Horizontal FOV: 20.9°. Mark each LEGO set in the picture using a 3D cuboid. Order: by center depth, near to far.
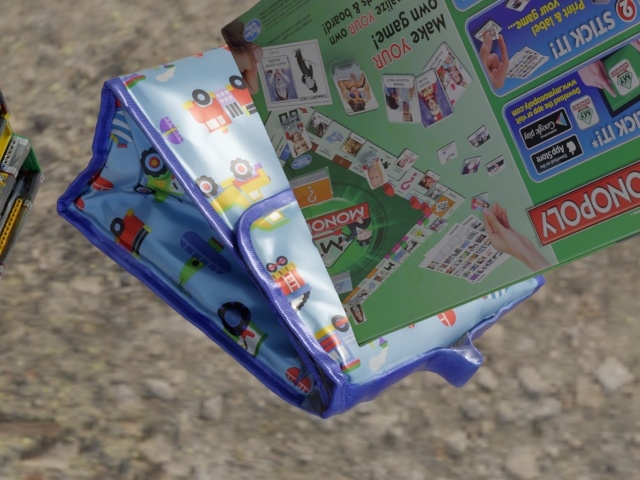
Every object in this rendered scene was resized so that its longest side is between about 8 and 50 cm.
[{"bbox_3d":[-0.436,-0.062,1.825,0.255,0.331,0.192,19,68,1],"label":"LEGO set"}]

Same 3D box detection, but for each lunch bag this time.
[{"bbox_3d":[0.000,0.000,1.221,0.293,0.138,0.221,45,43,20],"label":"lunch bag"}]

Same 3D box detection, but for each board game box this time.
[{"bbox_3d":[0.082,-0.081,0.937,0.046,0.317,0.213,-23,88,-38],"label":"board game box"}]
